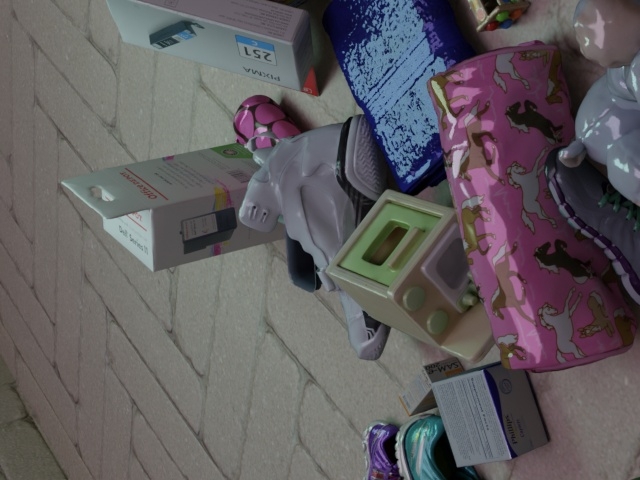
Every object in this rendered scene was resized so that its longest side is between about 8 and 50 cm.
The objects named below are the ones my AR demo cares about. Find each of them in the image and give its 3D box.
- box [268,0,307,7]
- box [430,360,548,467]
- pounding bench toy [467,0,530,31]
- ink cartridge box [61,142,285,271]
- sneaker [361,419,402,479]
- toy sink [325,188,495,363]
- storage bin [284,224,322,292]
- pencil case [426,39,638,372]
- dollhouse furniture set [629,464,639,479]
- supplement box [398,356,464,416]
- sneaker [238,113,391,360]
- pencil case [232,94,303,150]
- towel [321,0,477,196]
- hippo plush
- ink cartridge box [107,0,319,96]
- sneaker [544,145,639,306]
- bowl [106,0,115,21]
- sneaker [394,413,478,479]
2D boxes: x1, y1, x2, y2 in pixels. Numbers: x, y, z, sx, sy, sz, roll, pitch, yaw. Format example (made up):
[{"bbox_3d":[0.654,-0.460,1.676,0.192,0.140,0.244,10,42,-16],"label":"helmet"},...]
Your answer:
[{"bbox_3d":[-0.148,-0.482,1.841,0.290,0.177,0.279,-15,91,60],"label":"box"},{"bbox_3d":[0.232,0.237,1.612,0.137,0.072,0.126,-28,78,60],"label":"box"},{"bbox_3d":[0.221,-0.299,1.421,0.083,0.052,0.065,-44,65,56],"label":"pounding bench toy"},{"bbox_3d":[-0.238,-0.056,1.994,0.207,0.353,0.119,34,130,49],"label":"ink cartridge box"},{"bbox_3d":[0.108,0.376,1.887,0.071,0.068,0.170,5,106,53],"label":"sneaker"},{"bbox_3d":[0.143,0.041,1.552,0.131,0.153,0.234,45,168,-34],"label":"toy sink"},{"bbox_3d":[0.000,0.004,1.882,0.098,0.091,0.135,21,119,55],"label":"storage bin"},{"bbox_3d":[0.246,-0.041,1.370,0.160,0.167,0.386,-17,87,32],"label":"pencil case"},{"bbox_3d":[0.390,0.293,1.367,0.059,0.076,0.152,59,145,28],"label":"dollhouse furniture set"},{"bbox_3d":[0.164,0.216,1.726,0.036,0.062,0.098,62,147,25],"label":"supplement box"},{"bbox_3d":[0.000,0.000,1.744,0.137,0.210,0.366,-40,-54,-75],"label":"sneaker"},{"bbox_3d":[-0.064,-0.147,1.928,0.098,0.095,0.209,-50,49,12],"label":"pencil case"},{"bbox_3d":[0.126,-0.242,1.594,0.227,0.076,0.308,-45,64,50],"label":"towel"},{"bbox_3d":[0.313,-0.148,1.151,0.294,0.234,0.237,54,143,32],"label":"hippo plush"},{"bbox_3d":[-0.155,-0.293,1.772,0.261,0.296,0.066,79,-150,-68],"label":"ink cartridge box"},{"bbox_3d":[0.341,-0.027,1.270,0.224,0.083,0.098,47,141,-15],"label":"sneaker"},{"bbox_3d":[-0.288,-0.506,2.102,0.298,0.134,0.298,32,129,50],"label":"bowl"},{"bbox_3d":[0.189,0.391,1.727,0.110,0.107,0.275,-25,81,50],"label":"sneaker"}]
